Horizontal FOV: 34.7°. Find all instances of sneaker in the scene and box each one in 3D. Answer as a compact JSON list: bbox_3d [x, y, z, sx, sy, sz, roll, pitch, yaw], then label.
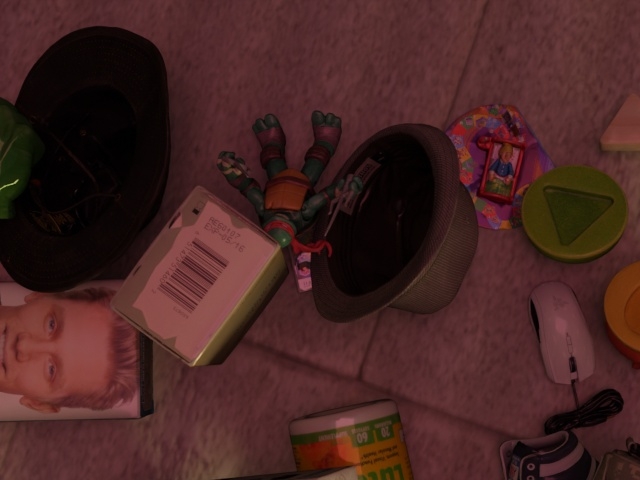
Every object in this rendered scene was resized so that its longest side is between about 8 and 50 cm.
[{"bbox_3d":[0.229,0.346,1.235,0.282,0.099,0.153,-35,97,-11],"label":"sneaker"}]

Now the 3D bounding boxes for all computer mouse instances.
[{"bbox_3d":[0.313,0.145,1.297,0.106,0.042,0.193,-15,83,-1],"label":"computer mouse"}]

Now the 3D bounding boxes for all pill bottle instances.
[{"bbox_3d":[0.051,0.324,1.229,0.136,0.136,0.245,-12,83,-1],"label":"pill bottle"}]

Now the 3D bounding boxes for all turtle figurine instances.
[{"bbox_3d":[-0.040,-0.067,1.241,0.175,0.118,0.234,10,40,-2],"label":"turtle figurine"}]

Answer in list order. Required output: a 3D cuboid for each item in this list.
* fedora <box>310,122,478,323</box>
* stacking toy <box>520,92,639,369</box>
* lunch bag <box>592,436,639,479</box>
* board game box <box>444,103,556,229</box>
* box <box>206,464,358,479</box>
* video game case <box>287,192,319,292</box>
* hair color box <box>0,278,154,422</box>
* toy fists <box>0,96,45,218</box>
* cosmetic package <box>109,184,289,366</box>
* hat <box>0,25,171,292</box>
[{"bbox_3d":[0.105,-0.006,1.238,0.244,0.124,0.275,-37,39,32],"label":"fedora"},{"bbox_3d":[0.423,-0.009,1.307,0.309,0.130,0.279,-44,63,-9],"label":"stacking toy"},{"bbox_3d":[0.369,0.403,1.105,0.256,0.212,0.305,29,84,10],"label":"lunch bag"},{"bbox_3d":[0.233,-0.098,1.331,0.133,0.033,0.168,-31,84,-4],"label":"board game box"},{"bbox_3d":[-0.088,0.358,1.181,0.290,0.087,0.169,-15,83,30],"label":"box"},{"bbox_3d":[0.000,0.000,1.331,0.087,0.011,0.122,-13,84,-2],"label":"video game case"},{"bbox_3d":[-0.387,0.137,1.270,0.347,0.105,0.173,-2,84,-1],"label":"hair color box"},{"bbox_3d":[-0.452,-0.121,1.265,0.279,0.096,0.142,17,97,34],"label":"toy fists"},{"bbox_3d":[-0.127,0.052,1.177,0.113,0.309,0.160,36,86,5],"label":"cosmetic package"},{"bbox_3d":[-0.264,-0.087,1.263,0.331,0.134,0.331,-10,71,33],"label":"hat"}]
